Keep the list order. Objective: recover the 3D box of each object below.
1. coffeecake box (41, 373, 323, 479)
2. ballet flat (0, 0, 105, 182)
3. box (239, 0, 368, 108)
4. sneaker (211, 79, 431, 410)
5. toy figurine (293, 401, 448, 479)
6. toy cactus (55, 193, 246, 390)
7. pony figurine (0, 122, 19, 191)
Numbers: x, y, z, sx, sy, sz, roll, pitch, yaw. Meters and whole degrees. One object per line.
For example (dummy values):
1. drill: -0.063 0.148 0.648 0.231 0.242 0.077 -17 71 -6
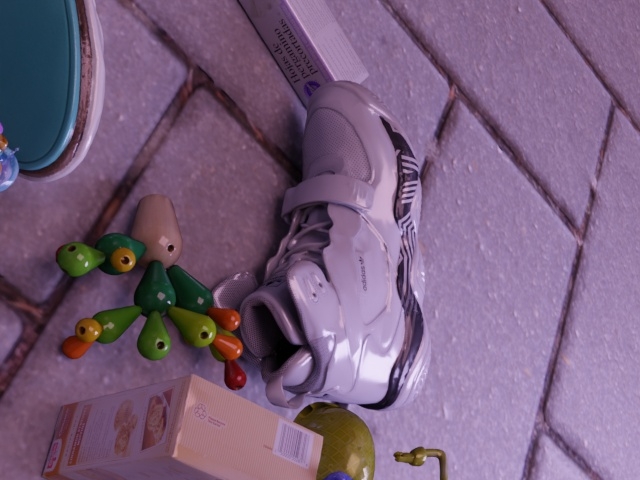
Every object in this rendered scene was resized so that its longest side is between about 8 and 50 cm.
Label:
1. coffeecake box: -0.115 0.178 0.840 0.142 0.185 0.068 32 55 -35
2. ballet flat: -0.261 -0.240 0.862 0.139 0.139 0.400 -18 83 -47
3. box: -0.062 -0.301 1.155 0.324 0.063 0.067 56 46 -15
4. sneaker: 0.000 0.000 1.055 0.210 0.137 0.365 2 78 -48
5. toy figurine: 0.060 0.272 0.822 0.191 0.217 0.362 17 55 -9
6. toy cactus: -0.154 0.041 0.933 0.219 0.112 0.180 27 39 -34
7. pony figurine: -0.347 -0.104 0.634 0.303 0.351 0.363 -23 74 -51
